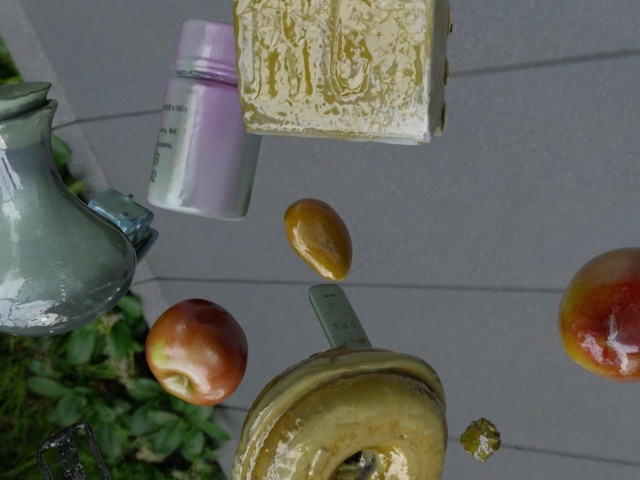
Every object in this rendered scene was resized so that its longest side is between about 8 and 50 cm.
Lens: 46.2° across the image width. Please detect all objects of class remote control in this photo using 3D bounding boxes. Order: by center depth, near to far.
[{"bbox_3d":[0.055,0.209,1.602,0.090,0.310,0.038,-2,131,-24],"label":"remote control"}]

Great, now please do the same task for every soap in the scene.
[{"bbox_3d":[0.034,-0.309,1.191,0.334,0.156,0.294,8,109,19],"label":"soap"}]

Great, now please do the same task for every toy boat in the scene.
[{"bbox_3d":[-0.367,0.014,1.163,0.145,0.332,0.133,32,118,2],"label":"toy boat"}]

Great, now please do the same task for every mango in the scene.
[{"bbox_3d":[0.004,-0.002,1.765,0.102,0.141,0.217,-23,97,41],"label":"mango"}]

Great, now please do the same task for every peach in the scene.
[{"bbox_3d":[0.668,0.163,1.631,0.307,0.332,0.308,15,118,32],"label":"peach"}]

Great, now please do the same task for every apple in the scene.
[{"bbox_3d":[-0.185,0.168,1.152,0.163,0.139,0.163,15,135,16],"label":"apple"}]

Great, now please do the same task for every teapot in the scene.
[{"bbox_3d":[-0.301,-0.033,0.788,0.183,0.183,0.251,4,114,28],"label":"teapot"}]

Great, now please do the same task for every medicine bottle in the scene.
[{"bbox_3d":[-0.228,-0.247,1.578,0.219,0.219,0.389,12,95,23],"label":"medicine bottle"}]

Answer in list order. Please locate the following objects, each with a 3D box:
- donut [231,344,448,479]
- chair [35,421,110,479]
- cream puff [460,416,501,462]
[{"bbox_3d":[0.043,0.385,1.376,0.198,0.448,0.449,37,150,56],"label":"donut"},{"bbox_3d":[-0.356,0.413,1.186,0.229,0.106,0.113,56,170,36],"label":"chair"},{"bbox_3d":[0.309,0.377,1.426,0.083,0.058,0.083,15,103,62],"label":"cream puff"}]
